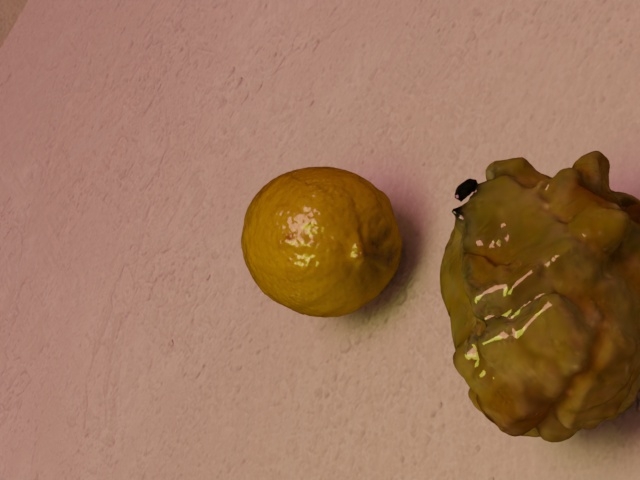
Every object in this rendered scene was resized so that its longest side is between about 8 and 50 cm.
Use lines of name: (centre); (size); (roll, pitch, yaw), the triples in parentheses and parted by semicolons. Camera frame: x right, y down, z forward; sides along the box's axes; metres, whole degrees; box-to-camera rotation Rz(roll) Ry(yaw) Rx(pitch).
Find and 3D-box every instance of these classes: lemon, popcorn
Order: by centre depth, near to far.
popcorn: (0.216, 0.048, 1.610); (0.252, 0.215, 0.286); (-51, 34, 31)
lemon: (0.001, -0.001, 1.950); (0.193, 0.180, 0.181); (141, 141, -66)
